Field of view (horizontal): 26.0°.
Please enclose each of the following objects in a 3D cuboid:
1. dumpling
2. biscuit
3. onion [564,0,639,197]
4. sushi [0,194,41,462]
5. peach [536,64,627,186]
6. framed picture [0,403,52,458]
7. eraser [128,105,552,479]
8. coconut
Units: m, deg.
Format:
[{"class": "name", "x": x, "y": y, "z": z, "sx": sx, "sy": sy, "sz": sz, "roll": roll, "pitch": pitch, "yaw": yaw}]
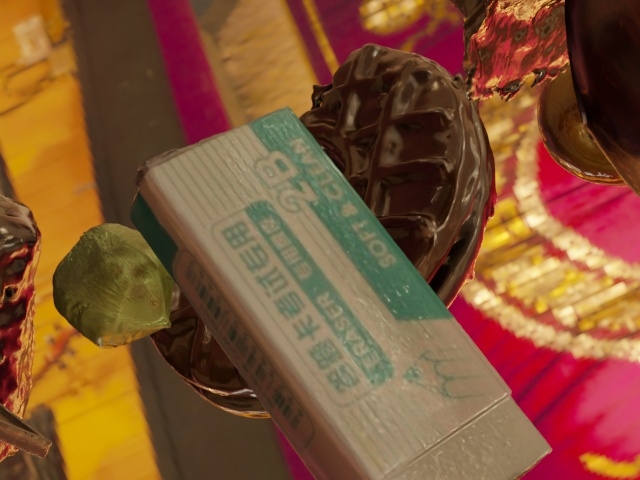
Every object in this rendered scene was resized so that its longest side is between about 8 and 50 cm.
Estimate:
[{"class": "dumpling", "x": 0.134, "y": -0.181, "z": 0.944, "sx": 0.086, "sy": 0.166, "sz": 0.332, "roll": 47, "pitch": 4, "yaw": 21}, {"class": "biscuit", "x": 0.015, "y": 0.000, "z": 1.200, "sx": 0.115, "sy": 0.366, "sz": 0.268, "roll": 41, "pitch": -4, "yaw": -40}, {"class": "onion", "x": 0.300, "y": -0.129, "z": 0.808, "sx": 0.341, "sy": 0.341, "sz": 0.341, "roll": -25, "pitch": 90, "yaw": -88}, {"class": "sushi", "x": -0.429, "y": 0.079, "z": 1.398, "sx": 0.281, "sy": 0.299, "sz": 0.294, "roll": -49, "pitch": 146, "yaw": -78}, {"class": "peach", "x": 0.351, "y": -0.159, "z": 1.623, "sx": 0.192, "sy": 0.190, "sz": 0.190, "roll": -56, "pitch": 130, "yaw": -44}, {"class": "framed picture", "x": -0.322, "y": 0.108, "z": 1.098, "sx": 0.150, "sy": 0.015, "sz": 0.203, "roll": 27, "pitch": -7, "yaw": 37}, {"class": "eraser", "x": 0.005, "y": 0.043, "z": 0.682, "sx": 0.225, "sy": 0.095, "sz": 0.052, "roll": 53, "pitch": -33, "yaw": 14}, {"class": "coconut", "x": -0.147, "y": 0.036, "z": 1.008, "sx": 0.096, "sy": 0.088, "sz": 0.088, "roll": 31, "pitch": -6, "yaw": 13}]
